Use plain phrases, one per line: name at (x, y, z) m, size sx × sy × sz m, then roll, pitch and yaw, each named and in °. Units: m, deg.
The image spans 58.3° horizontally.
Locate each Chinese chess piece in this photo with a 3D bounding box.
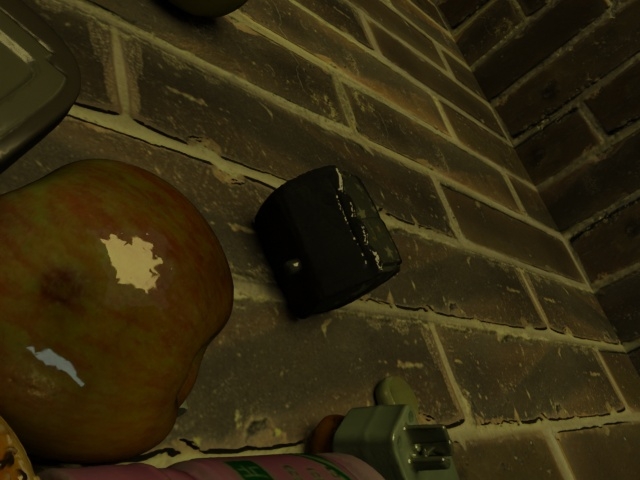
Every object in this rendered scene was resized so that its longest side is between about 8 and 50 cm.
Chinese chess piece at (0.128, 0.270, 0.963) m, size 0.084 × 0.034 × 0.084 m, roll 35°, pitch 34°, yaw -29°

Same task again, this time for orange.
orange at (0.019, 0.280, 0.787) m, size 0.086 × 0.062 × 0.086 m, roll 40°, pitch 41°, yaw -46°

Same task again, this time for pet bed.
pet bed at (0.000, 0.000, 0.925) m, size 0.159 × 0.183 × 0.211 m, roll 2°, pitch 60°, yaw -59°

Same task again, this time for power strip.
power strip at (0.130, 0.341, 0.745) m, size 0.229 × 0.141 × 0.261 m, roll -39°, pitch 111°, yaw -59°

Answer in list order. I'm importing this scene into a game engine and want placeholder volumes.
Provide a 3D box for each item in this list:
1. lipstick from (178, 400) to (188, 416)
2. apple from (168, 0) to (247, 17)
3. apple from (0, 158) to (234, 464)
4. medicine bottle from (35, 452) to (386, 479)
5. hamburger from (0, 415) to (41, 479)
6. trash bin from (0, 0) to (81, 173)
lipstick at (-0.213, 0.081, 0.683) m, size 0.059 × 0.059 × 0.264 m, roll 10°, pitch 52°, yaw -47°
apple at (-0.230, -0.589, 1.141) m, size 0.279 × 0.279 × 0.279 m, roll 33°, pitch 37°, yaw -29°
apple at (-0.201, 0.065, 0.520) m, size 0.264 × 0.264 × 0.264 m, roll 33°, pitch 37°, yaw -29°
medicine bottle at (-0.085, 0.298, 0.497) m, size 0.325 × 0.212 × 0.212 m, roll 19°, pitch 45°, yaw -43°
hamburger at (-0.300, 0.202, 0.308) m, size 0.300 × 0.176 × 0.300 m, roll 17°, pitch 48°, yaw -21°
trash bin at (-0.370, -0.089, 0.464) m, size 0.220 × 0.250 × 0.219 m, roll 42°, pitch 34°, yaw -16°
